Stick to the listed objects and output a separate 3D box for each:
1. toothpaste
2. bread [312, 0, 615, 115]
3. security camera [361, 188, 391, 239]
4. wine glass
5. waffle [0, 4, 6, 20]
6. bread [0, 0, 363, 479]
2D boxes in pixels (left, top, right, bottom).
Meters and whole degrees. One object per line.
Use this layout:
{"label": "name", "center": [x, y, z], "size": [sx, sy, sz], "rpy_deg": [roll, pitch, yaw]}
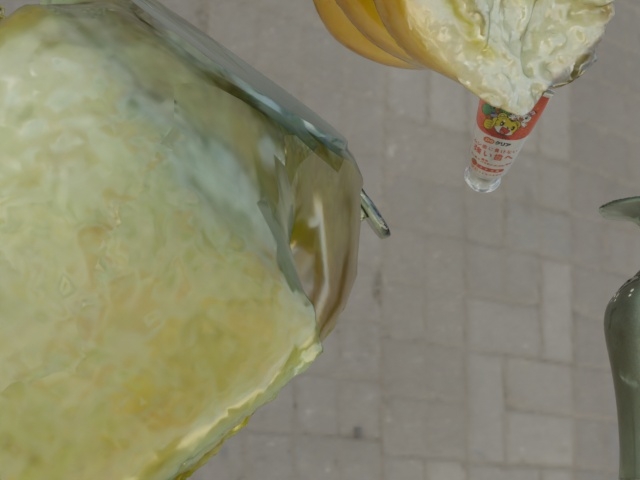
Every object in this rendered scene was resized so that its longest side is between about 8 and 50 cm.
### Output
{"label": "toothpaste", "center": [0.232, -0.141, 1.748], "size": [0.089, 0.234, 0.057], "rpy_deg": [13, 61, 1]}
{"label": "bread", "center": [0.111, -0.276, 0.999], "size": [0.211, 0.270, 0.316], "rpy_deg": [30, 95, -37]}
{"label": "security camera", "center": [0.000, 0.000, 0.983], "size": [0.092, 0.058, 0.058], "rpy_deg": [-35, 110, -3]}
{"label": "wine glass", "center": [0.284, 0.084, 1.116], "size": [0.103, 0.103, 0.231], "rpy_deg": [8, 78, -41]}
{"label": "waffle", "center": [-0.459, -0.198, 1.938], "size": [0.228, 0.051, 0.232], "rpy_deg": [-40, 100, 5]}
{"label": "bread", "center": [-0.118, 0.005, 0.664], "size": [0.264, 0.395, 0.239], "rpy_deg": [-42, 99, 5]}
